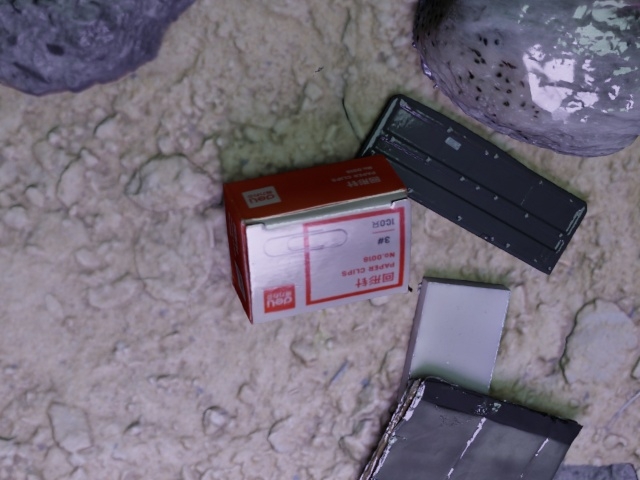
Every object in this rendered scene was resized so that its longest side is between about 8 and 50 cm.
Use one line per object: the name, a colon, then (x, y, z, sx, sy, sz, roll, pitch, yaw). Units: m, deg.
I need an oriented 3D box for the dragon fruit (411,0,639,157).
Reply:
dragon fruit: (0.231, -0.227, 1.518, 0.221, 0.204, 0.283, 7, 103, -18)

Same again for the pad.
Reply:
pad: (0.169, 0.252, 1.722, 0.233, 0.022, 0.174, 19, 107, -25)

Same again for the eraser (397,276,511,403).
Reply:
eraser: (0.147, 0.118, 1.690, 0.104, 0.023, 0.150, 7, 103, -19)

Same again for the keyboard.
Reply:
keyboard: (0.124, -0.080, 1.622, 0.381, 0.041, 0.103, 28, 95, -29)

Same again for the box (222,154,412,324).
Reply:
box: (0.000, 0.000, 1.556, 0.182, 0.099, 0.133, -10, 124, -13)
